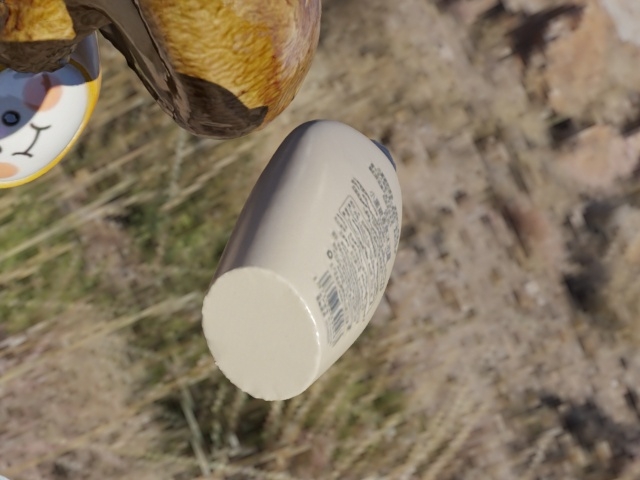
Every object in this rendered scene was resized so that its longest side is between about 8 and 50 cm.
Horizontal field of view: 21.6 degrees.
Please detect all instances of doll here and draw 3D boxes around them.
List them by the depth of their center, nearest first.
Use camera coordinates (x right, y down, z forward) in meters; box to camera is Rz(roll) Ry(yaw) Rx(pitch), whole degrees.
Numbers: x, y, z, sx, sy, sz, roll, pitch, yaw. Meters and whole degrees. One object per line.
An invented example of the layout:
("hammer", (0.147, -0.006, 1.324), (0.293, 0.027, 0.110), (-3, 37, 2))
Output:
("doll", (-0.318, -0.163, 1.477), (0.236, 0.213, 0.213), (14, 55, -36))

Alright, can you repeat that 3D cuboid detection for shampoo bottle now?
("shampoo bottle", (0.000, 0.000, 1.001), (0.257, 0.078, 0.127), (-54, 129, -62))

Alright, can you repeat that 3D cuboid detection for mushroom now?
("mushroom", (-0.128, -0.245, 1.236), (0.345, 0.345, 0.239), (48, 62, -29))

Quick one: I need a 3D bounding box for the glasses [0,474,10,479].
("glasses", (-0.293, 0.312, 1.431), (0.268, 0.118, 0.234), (161, -86, -78))
